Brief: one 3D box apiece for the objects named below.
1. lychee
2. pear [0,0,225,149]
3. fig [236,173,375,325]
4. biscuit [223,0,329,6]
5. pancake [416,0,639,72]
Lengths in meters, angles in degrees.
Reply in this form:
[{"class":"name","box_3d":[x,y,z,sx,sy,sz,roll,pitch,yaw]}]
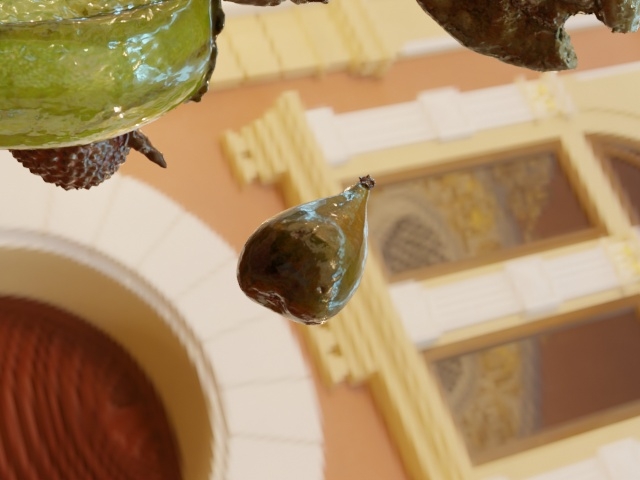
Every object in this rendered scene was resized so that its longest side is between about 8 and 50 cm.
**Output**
[{"class":"lychee","box_3d":[-0.236,-0.130,1.637,0.165,0.197,0.165,-158,-90,-89]},{"class":"pear","box_3d":[-0.224,-0.130,1.025,0.238,0.255,0.164,44,-40,27]},{"class":"fig","box_3d":[-0.010,-0.003,1.821,0.133,0.126,0.185,20,-92,32]},{"class":"biscuit","box_3d":[-0.092,-0.334,1.995,0.228,0.176,0.031,41,5,11]},{"class":"pancake","box_3d":[0.175,-0.249,1.550,0.253,0.037,0.253,21,-30,13]}]
